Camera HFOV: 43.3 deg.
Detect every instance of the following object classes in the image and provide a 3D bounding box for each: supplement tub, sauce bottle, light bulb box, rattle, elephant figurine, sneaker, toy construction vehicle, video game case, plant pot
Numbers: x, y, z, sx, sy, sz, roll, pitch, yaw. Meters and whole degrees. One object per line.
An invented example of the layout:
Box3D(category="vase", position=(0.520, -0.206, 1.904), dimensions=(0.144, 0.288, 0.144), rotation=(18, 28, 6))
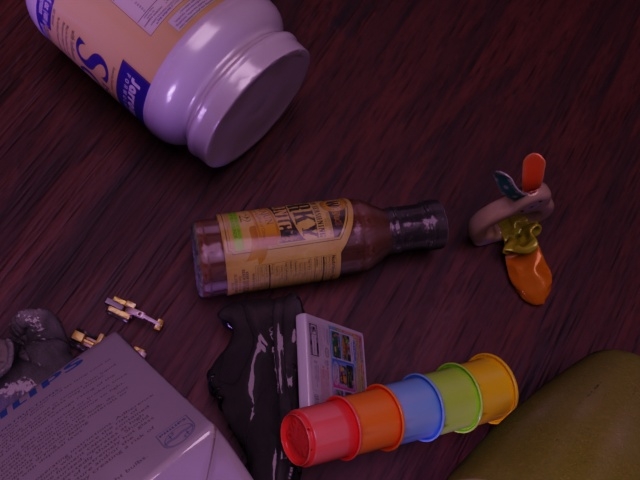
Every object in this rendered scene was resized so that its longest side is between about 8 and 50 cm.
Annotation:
Box3D(category="supplement tub", position=(-0.202, -0.282, 1.095), dimensions=(0.331, 0.241, 0.241), rotation=(42, 69, 9))
Box3D(category="sauce bottle", position=(0.000, 0.000, 1.089), dimensions=(0.344, 0.111, 0.111), rotation=(-9, 71, -13))
Box3D(category="light bulb box", position=(-0.149, 0.315, 0.745), dimensions=(0.225, 0.361, 0.358), rotation=(-36, 109, -18))
Box3D(category="rattle", position=(0.275, -0.009, 1.082), dimensions=(0.130, 0.200, 0.143), rotation=(2, 69, -7))
Box3D(category="elephant figurine", position=(-0.396, 0.172, 0.892), dimensions=(0.239, 0.186, 0.169), rotation=(-4, 76, -51))
Box3D(category="sneaker", position=(-0.081, 0.205, 1.013), dimensions=(0.130, 0.109, 0.286), rotation=(-1, 62, 2))
Box3D(category="toy construction vehicle", position=(-0.264, 0.117, 1.043), dimensions=(0.098, 0.035, 0.086), rotation=(27, 68, 2))
Box3D(category="video game case", position=(0.017, 0.182, 1.016), dimensions=(0.019, 0.143, 0.157), rotation=(-15, 66, 29))
Box3D(category="plant pot", position=(0.323, 0.276, 0.967), dimensions=(0.275, 0.275, 0.293), rotation=(39, 54, 7))

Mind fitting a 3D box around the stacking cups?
Box3D(category="stacking cups", position=(0.103, 0.209, 0.963), dimensions=(0.316, 0.096, 0.096), rotation=(-7, 68, -38))
